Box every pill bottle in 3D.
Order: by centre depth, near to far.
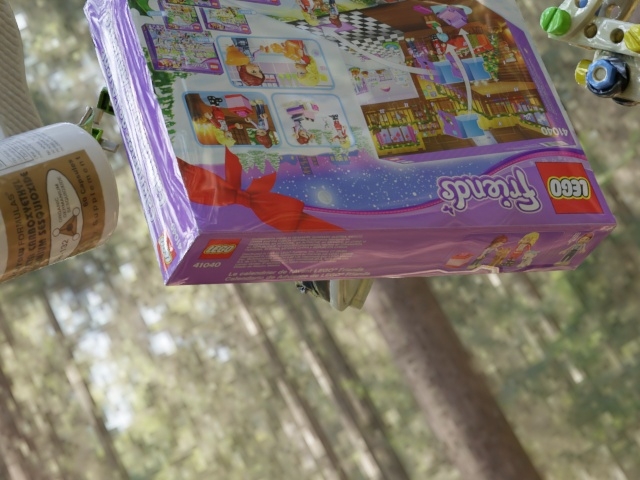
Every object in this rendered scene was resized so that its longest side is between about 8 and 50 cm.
[{"bbox_3d":[-0.317,-0.024,1.582,0.229,0.131,0.131,-22,-24,-40],"label":"pill bottle"}]

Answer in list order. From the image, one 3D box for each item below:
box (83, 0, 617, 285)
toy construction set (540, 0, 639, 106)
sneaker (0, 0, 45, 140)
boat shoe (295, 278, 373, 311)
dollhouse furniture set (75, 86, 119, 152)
[{"bbox_3d":[0.020,-0.074,1.015,0.293,0.201,0.057,-1,-33,-30],"label":"box"},{"bbox_3d":[0.366,-0.244,1.755,0.151,0.327,0.215,11,-84,-37],"label":"toy construction set"},{"bbox_3d":[-0.398,-0.163,1.872,0.127,0.321,0.126,-24,-10,28],"label":"sneaker"},{"bbox_3d":[0.002,-0.004,1.710,0.340,0.113,0.127,32,-100,-82],"label":"boat shoe"},{"bbox_3d":[-0.287,-0.147,2.223,0.058,0.152,0.076,19,-57,0],"label":"dollhouse furniture set"}]
